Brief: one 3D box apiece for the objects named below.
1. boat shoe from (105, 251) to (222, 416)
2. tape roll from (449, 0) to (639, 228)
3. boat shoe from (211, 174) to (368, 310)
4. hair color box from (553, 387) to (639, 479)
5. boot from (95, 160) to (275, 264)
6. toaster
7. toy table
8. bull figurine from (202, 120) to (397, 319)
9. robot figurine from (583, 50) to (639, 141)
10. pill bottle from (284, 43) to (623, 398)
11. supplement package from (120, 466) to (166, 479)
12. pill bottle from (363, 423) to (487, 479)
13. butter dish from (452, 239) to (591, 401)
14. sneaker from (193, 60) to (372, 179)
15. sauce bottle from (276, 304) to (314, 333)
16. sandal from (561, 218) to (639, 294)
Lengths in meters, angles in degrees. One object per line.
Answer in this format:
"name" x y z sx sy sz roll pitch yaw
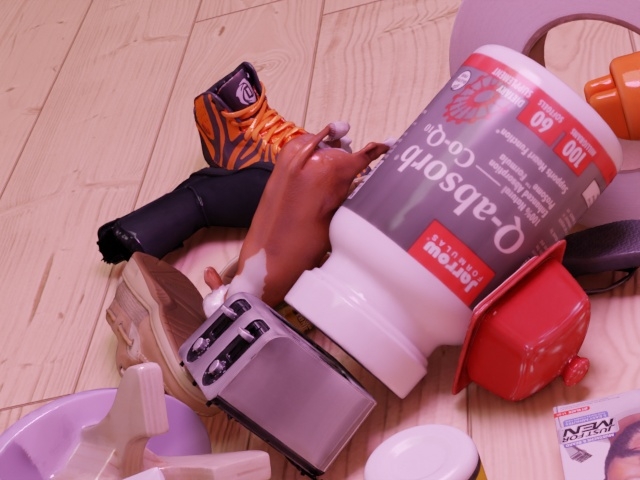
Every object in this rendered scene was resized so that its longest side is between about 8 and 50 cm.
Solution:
"boat shoe" -0.179 0.132 1.984 0.110 0.122 0.341 -56 25 10
"tape roll" 0.333 -0.182 1.903 0.392 0.392 0.072 2 36 35
"boat shoe" 0.000 0.000 2.091 0.302 0.109 0.098 -30 11 -10
"hair color box" 0.278 0.216 1.594 0.093 0.053 0.167 -14 30 9
"boot" -0.164 -0.021 2.232 0.207 0.094 0.246 -35 25 -33
"toaster" -0.042 0.154 1.764 0.110 0.186 0.168 -50 22 2
"toy table" -0.191 0.240 1.662 0.274 0.252 0.161 -25 16 -35
"bull figurine" -0.027 -0.012 1.932 0.101 0.310 0.188 43 42 16
"robot figurine" 0.449 -0.187 2.116 0.219 0.128 0.158 -16 -11 7
"pill bottle" 0.142 -0.018 1.827 0.363 0.210 0.210 -50 34 -4
"supplement package" -0.163 0.352 1.473 0.149 0.203 0.194 -21 29 -3
"pill bottle" 0.110 0.261 1.480 0.103 0.184 0.103 -15 29 8
"butter dish" 0.229 0.106 1.751 0.118 0.160 0.160 38 58 22
"sneaker" -0.073 -0.142 2.300 0.321 0.180 0.124 11 41 44
"sauce bottle" -0.013 0.084 2.014 0.128 0.042 0.042 -34 32 -21
"sandal" 0.291 0.030 1.924 0.255 0.054 0.097 -12 21 33
